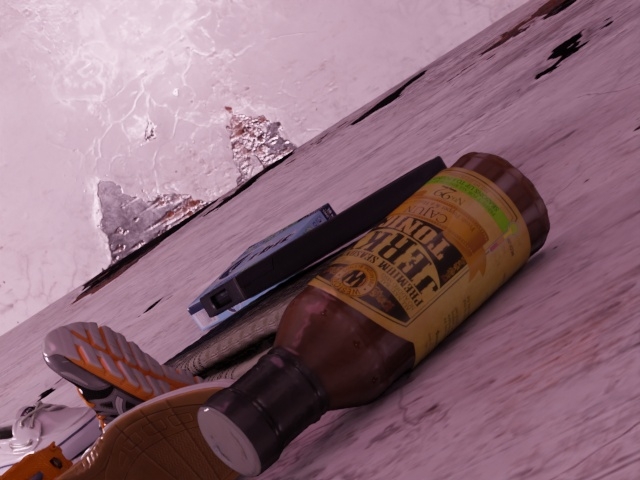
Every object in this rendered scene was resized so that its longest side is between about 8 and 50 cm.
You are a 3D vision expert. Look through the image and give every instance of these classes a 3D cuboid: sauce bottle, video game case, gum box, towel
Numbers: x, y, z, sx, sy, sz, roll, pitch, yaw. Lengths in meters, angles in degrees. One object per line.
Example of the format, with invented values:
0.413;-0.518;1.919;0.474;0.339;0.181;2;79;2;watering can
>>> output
0.046;0.059;1.304;0.344;0.111;0.111;-41;10;-30;sauce bottle
0.000;0.000;1.868;0.275;0.035;0.248;-30;0;-15;video game case
-0.072;0.034;2.135;0.157;0.041;0.184;-29;11;35;gum box
-0.041;0.085;1.695;0.324;0.056;0.312;-31;3;37;towel

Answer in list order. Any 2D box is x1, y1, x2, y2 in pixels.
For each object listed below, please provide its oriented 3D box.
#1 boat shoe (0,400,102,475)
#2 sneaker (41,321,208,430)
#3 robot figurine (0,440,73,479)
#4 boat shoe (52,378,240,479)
-0.340;0.234;1.942;0.226;0.076;0.083;-28;11;38;boat shoe
-0.173;0.146;1.461;0.083;0.215;0.084;-45;38;13;sneaker
-0.346;0.307;1.461;0.291;0.085;0.211;-41;-2;-40;robot figurine
-0.145;0.182;1.392;0.277;0.098;0.096;-31;10;30;boat shoe
